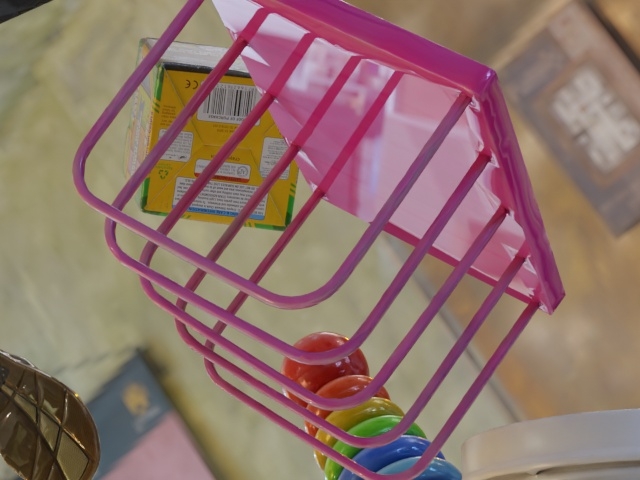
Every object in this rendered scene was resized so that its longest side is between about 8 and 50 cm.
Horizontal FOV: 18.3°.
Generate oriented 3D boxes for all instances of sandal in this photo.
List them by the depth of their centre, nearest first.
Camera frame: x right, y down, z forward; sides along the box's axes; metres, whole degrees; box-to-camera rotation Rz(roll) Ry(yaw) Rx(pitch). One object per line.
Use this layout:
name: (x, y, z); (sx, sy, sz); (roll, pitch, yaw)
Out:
sandal: (-0.221, 0.124, 1.464); (0.072, 0.180, 0.049); (-59, -33, 1)

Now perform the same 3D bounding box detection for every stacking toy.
stacking toy: (0.046, 0.205, 1.874); (0.141, 0.330, 0.141); (-16, -48, -18)

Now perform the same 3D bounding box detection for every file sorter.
file sorter: (0.000, 0.000, 1.219); (0.182, 0.202, 0.291); (-55, -27, -15)

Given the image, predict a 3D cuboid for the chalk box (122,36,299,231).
chalk box: (-0.098, -0.099, 1.734); (0.132, 0.132, 0.213); (6, 12, -11)

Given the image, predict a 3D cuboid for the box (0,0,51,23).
box: (-0.275, -0.351, 1.806); (0.184, 0.261, 0.103); (-22, -23, 24)

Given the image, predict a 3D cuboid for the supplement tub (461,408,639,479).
supplement tub: (0.194, 0.280, 1.209); (0.235, 0.325, 0.235); (-2, -16, -1)
